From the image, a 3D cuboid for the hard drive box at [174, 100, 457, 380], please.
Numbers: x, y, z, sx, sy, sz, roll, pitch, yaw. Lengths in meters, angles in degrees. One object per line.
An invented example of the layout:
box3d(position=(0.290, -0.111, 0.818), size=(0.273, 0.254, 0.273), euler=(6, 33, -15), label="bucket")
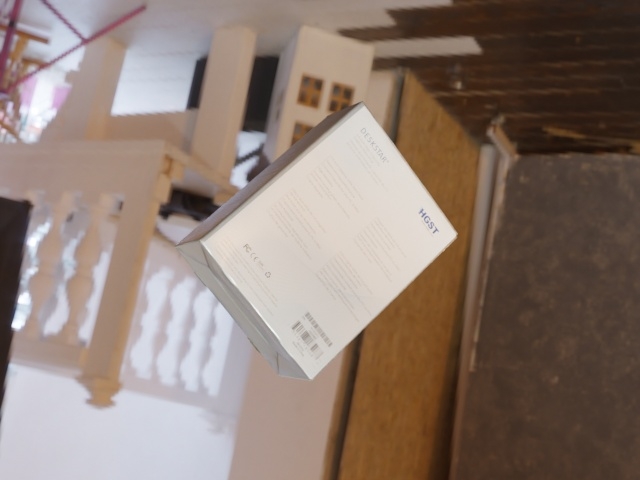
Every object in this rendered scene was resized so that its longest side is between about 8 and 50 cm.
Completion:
box3d(position=(0.000, 0.000, 0.985), size=(0.181, 0.232, 0.089), euler=(53, 158, -12), label="hard drive box")
